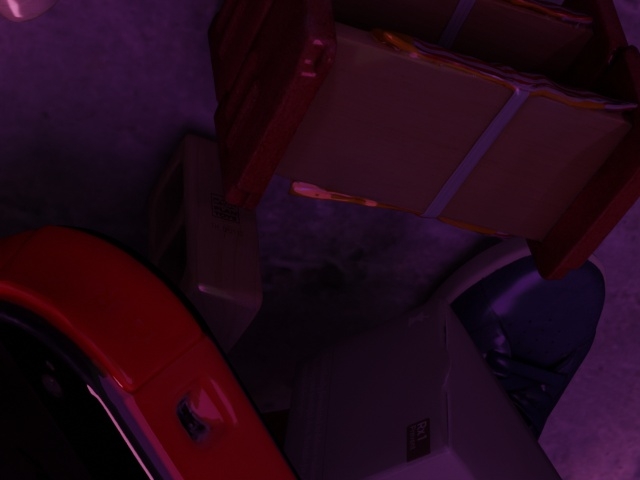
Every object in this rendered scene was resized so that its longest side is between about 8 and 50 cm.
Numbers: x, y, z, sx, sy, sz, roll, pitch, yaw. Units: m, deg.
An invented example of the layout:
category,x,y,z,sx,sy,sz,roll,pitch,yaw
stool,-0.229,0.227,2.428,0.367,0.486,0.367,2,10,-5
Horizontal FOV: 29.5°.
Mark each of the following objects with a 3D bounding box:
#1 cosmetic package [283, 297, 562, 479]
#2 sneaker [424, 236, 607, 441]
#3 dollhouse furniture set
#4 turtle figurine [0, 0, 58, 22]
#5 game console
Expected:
category,x,y,z,sx,sy,sz,roll,pitch,yaw
cosmetic package,0.080,0.163,0.644,0.107,0.127,0.238,-28,114,20
sneaker,0.096,0.164,0.801,0.131,0.148,0.350,18,113,-23
dollhouse furniture set,0.000,0.000,0.707,0.201,0.152,0.374,14,132,-22
turtle figurine,-0.178,-0.242,0.523,0.197,0.275,0.266,-54,141,-8
game console,-0.111,0.177,0.645,0.060,0.342,0.386,-42,111,-37
